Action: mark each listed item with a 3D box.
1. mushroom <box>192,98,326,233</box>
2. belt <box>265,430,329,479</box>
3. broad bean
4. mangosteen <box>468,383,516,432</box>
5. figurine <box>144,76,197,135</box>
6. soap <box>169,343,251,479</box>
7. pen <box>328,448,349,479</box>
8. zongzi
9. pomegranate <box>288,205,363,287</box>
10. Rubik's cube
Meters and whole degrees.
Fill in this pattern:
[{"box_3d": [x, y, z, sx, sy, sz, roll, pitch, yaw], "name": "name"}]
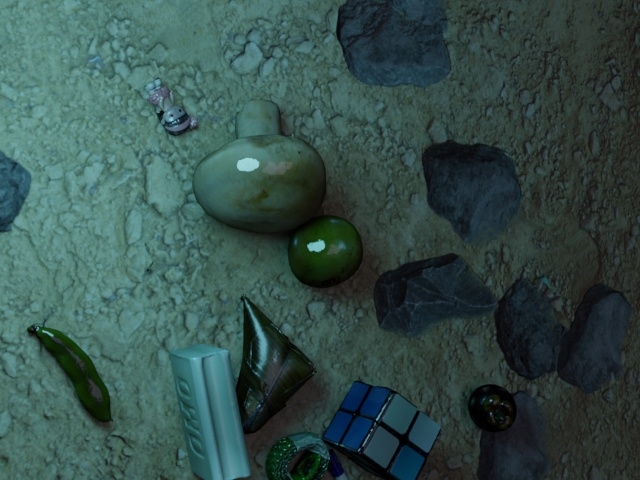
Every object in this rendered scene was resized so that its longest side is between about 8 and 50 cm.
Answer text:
[{"box_3d": [-0.124, -0.169, 1.697, 0.292, 0.292, 0.290, 9, 66, -29], "name": "mushroom"}, {"box_3d": [-0.046, 0.502, 1.804, 0.151, 0.079, 0.121, -36, 104, -26], "name": "belt"}, {"box_3d": [-0.482, 0.259, 1.590, 0.065, 0.046, 0.255, -37, 104, -18], "name": "broad bean"}, {"box_3d": [0.446, 0.435, 2.049, 0.140, 0.140, 0.140, 1, 87, -29], "name": "mangosteen"}, {"box_3d": [-0.322, -0.283, 1.701, 0.072, 0.054, 0.129, -41, 100, -39], "name": "figurine"}, {"box_3d": [-0.232, 0.357, 1.660, 0.087, 0.159, 0.266, -12, 94, -29], "name": "soap"}, {"box_3d": [0.076, 0.611, 1.895, 0.033, 0.033, 0.269, -34, 104, -26], "name": "pen"}, {"box_3d": [-0.157, 0.275, 1.740, 0.221, 0.112, 0.242, -45, 101, -22], "name": "zongzi"}, {"box_3d": [0.006, 0.002, 1.798, 0.179, 0.179, 0.211, -13, 94, -29], "name": "pomegranate"}, {"box_3d": [0.143, 0.448, 1.854, 0.180, 0.183, 0.167, 40, 72, -24], "name": "Rubik's cube"}]
